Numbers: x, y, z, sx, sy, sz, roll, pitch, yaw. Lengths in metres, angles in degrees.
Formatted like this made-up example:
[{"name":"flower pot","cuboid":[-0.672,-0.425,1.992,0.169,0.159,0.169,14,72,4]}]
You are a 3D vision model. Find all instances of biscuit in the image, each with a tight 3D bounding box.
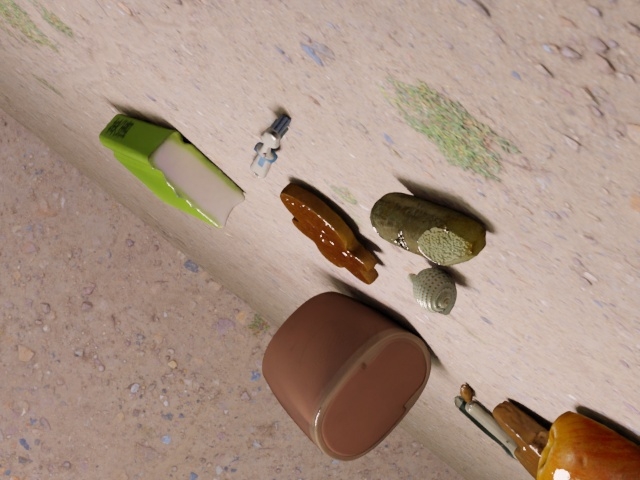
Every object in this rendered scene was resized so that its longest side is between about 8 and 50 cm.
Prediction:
[{"name":"biscuit","cuboid":[0.016,-0.013,1.726,0.180,0.039,0.236,33,168,36]},{"name":"biscuit","cuboid":[0.495,0.469,2.078,0.368,0.076,0.394,44,173,33]}]

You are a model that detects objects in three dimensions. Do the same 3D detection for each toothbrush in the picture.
[{"name":"toothbrush","cuboid":[-0.080,-0.122,1.567,0.040,0.040,0.386,38,170,-2]}]

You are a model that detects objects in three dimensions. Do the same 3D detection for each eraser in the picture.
[{"name":"eraser","cuboid":[-0.287,-0.136,2.073,0.210,0.092,0.274,44,169,-30]}]

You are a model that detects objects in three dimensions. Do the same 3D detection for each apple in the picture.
[{"name":"apple","cuboid":[0.431,0.360,1.707,0.173,0.160,0.195,14,173,6]}]

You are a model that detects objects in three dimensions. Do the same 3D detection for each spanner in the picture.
[{"name":"spanner","cuboid":[0.417,0.445,2.392,0.325,0.040,0.095,42,170,-19]}]

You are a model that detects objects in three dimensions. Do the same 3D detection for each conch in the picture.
[{"name":"conch","cuboid":[0.162,0.066,1.535,0.076,0.056,0.085,24,-149,-39]}]

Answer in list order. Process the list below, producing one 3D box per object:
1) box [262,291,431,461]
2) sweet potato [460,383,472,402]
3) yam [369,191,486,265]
[{"name":"box","cuboid":[0.043,0.252,2.159,0.216,0.301,0.301,40,173,38]},{"name":"sweet potato","cuboid":[0.303,0.319,2.259,0.026,0.026,0.115,33,169,23]},{"name":"yam","cuboid":[0.124,-0.011,1.277,0.146,0.070,0.070,27,165,51]}]
